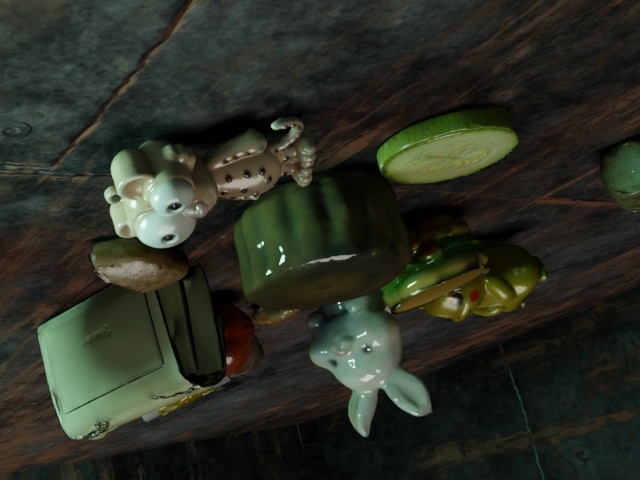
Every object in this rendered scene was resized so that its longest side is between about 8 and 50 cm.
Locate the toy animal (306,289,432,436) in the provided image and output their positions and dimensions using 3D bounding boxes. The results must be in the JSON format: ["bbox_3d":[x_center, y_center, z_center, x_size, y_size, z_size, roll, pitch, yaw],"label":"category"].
[{"bbox_3d":[0.098,0.206,1.930,0.196,0.367,0.241,-29,147,29],"label":"toy animal"}]

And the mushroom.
[{"bbox_3d":[-0.283,0.038,1.527,0.094,0.072,0.210,-30,159,15],"label":"mushroom"}]

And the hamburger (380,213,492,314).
[{"bbox_3d":[0.206,0.037,1.825,0.237,0.148,0.237,-22,168,-5],"label":"hamburger"}]

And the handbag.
[{"bbox_3d":[-0.352,0.214,1.742,0.359,0.236,0.160,-27,158,34],"label":"handbag"}]

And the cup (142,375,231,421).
[{"bbox_3d":[-0.330,0.284,2.083,0.226,0.185,0.241,-19,170,-7],"label":"cup"}]

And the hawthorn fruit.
[{"bbox_3d":[-0.215,0.210,1.961,0.174,0.173,0.179,-22,149,19],"label":"hawthorn fruit"}]

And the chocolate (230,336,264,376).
[{"bbox_3d":[-0.230,0.320,2.455,0.161,0.083,0.261,-18,163,1],"label":"chocolate"}]

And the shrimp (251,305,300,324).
[{"bbox_3d":[-0.079,0.144,2.088,0.115,0.051,0.217,-12,163,-33],"label":"shrimp"}]

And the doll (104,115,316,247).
[{"bbox_3d":[-0.139,-0.084,1.198,0.278,0.119,0.154,-19,150,-10],"label":"doll"}]

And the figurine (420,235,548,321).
[{"bbox_3d":[0.335,0.083,2.067,0.327,0.169,0.218,-11,147,-23],"label":"figurine"}]

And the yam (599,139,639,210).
[{"bbox_3d":[0.592,-0.116,1.756,0.107,0.107,0.194,-21,163,19],"label":"yam"}]

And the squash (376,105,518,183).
[{"bbox_3d":[0.194,-0.138,1.437,0.219,0.041,0.219,-14,163,-4],"label":"squash"}]

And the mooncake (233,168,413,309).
[{"bbox_3d":[0.000,0.000,1.502,0.291,0.161,0.290,-12,163,-4],"label":"mooncake"}]
